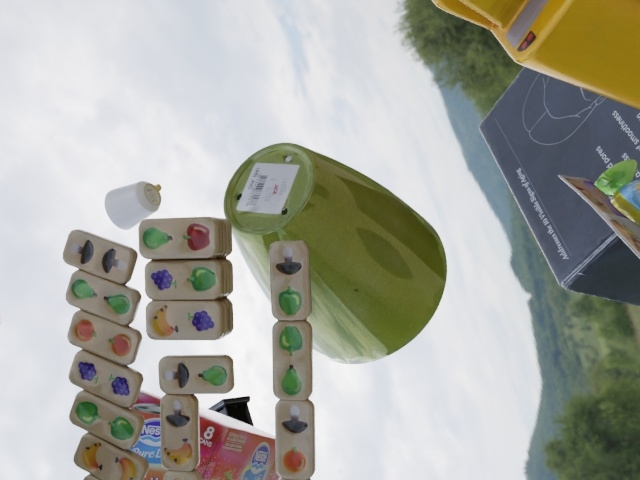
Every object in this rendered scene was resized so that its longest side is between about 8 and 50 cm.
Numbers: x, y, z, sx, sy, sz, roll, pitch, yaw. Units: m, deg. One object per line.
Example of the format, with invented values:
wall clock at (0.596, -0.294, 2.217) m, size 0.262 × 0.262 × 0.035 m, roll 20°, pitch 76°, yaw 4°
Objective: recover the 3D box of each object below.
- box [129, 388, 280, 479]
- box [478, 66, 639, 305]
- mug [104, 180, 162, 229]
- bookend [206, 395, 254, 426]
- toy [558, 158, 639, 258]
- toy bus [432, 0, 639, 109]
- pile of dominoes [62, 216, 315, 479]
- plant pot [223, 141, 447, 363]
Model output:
box at (-0.138, 0.265, 0.785) m, size 0.257 × 0.128 × 0.122 m, roll 57°, pitch -127°, yaw -65°
box at (0.607, -0.209, 1.246) m, size 0.298 × 0.471 × 0.479 m, roll 14°, pitch -138°, yaw -26°
mug at (-0.261, -0.060, 0.951) m, size 0.062 × 0.064 × 0.078 m, roll 41°, pitch -143°, yaw -43°
bookend at (-0.197, 0.426, 1.384) m, size 0.072 × 0.156 × 0.157 m, roll 5°, pitch -122°, yaw -45°
toy at (0.290, 0.023, 0.472) m, size 0.137 × 0.056 × 0.237 m, roll 4°, pitch -140°, yaw -39°
toy bus at (0.274, -0.219, 0.663) m, size 0.333 × 0.108 × 0.130 m, roll 10°, pitch -136°, yaw -27°
pile of dominoes at (-0.104, 0.109, 0.488) m, size 0.040 × 0.196 × 0.250 m, roll -2°, pitch -89°, yaw -79°
plant pot at (0.000, 0.000, 0.941) m, size 0.293 × 0.275 × 0.274 m, roll 43°, pitch -148°, yaw -51°
